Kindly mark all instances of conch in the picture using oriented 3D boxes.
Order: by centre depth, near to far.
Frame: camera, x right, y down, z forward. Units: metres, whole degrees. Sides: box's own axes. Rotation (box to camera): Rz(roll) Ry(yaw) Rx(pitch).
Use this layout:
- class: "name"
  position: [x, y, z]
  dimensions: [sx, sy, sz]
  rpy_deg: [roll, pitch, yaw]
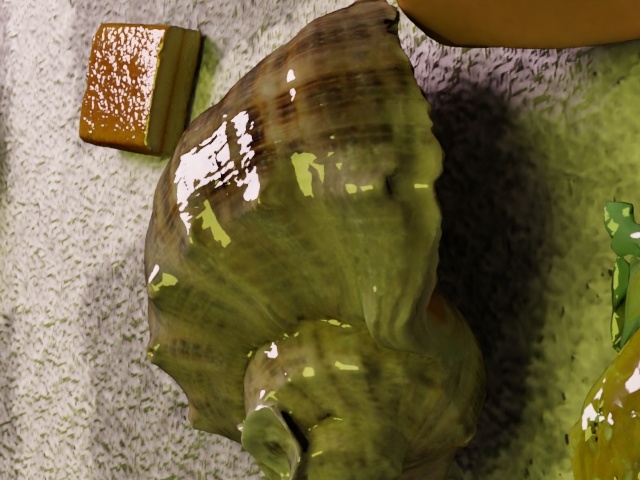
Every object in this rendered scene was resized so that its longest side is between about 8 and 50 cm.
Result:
- class: "conch"
  position: [-0.015, 0.006, 0.669]
  dimensions: [0.159, 0.210, 0.291]
  rpy_deg: [-14, 53, 0]

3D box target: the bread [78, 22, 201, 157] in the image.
- class: "bread"
  position: [-0.127, -0.106, 0.936]
  dimensions: [0.094, 0.035, 0.090]
  rpy_deg: [12, 92, 49]

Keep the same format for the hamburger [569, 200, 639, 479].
- class: "hamburger"
  position: [0.178, 0.063, 0.484]
  dimensions: [0.214, 0.125, 0.235]
  rpy_deg: [-40, 68, 24]

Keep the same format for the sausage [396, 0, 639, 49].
- class: "sausage"
  position: [0.125, -0.154, 0.595]
  dimensions: [0.241, 0.120, 0.136]
  rpy_deg: [-3, 47, 46]
